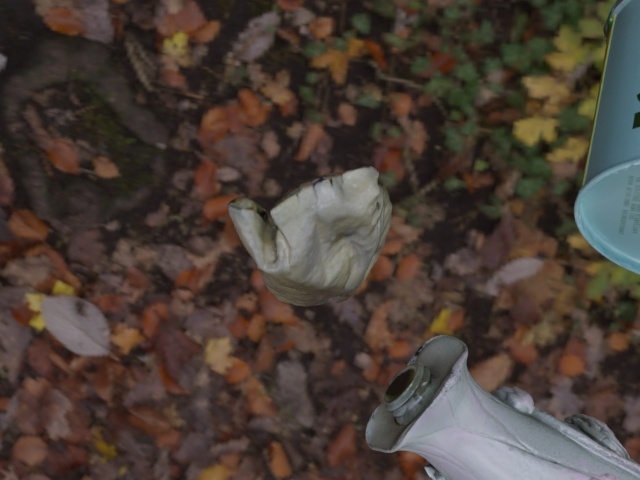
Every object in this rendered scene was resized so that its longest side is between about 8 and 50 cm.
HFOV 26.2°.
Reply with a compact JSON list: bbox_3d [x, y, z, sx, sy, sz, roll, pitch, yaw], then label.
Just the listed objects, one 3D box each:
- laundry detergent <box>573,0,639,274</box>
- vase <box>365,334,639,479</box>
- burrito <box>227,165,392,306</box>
[{"bbox_3d":[0.438,-0.140,1.485,0.287,0.287,0.305,36,58,-37],"label":"laundry detergent"},{"bbox_3d":[0.275,0.319,1.850,0.445,0.250,0.250,38,76,-13],"label":"vase"},{"bbox_3d":[-0.003,0.002,1.676,0.190,0.332,0.135,-8,83,3],"label":"burrito"}]
